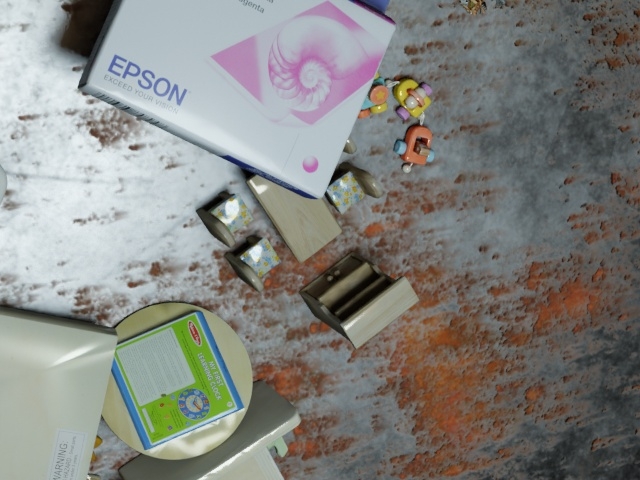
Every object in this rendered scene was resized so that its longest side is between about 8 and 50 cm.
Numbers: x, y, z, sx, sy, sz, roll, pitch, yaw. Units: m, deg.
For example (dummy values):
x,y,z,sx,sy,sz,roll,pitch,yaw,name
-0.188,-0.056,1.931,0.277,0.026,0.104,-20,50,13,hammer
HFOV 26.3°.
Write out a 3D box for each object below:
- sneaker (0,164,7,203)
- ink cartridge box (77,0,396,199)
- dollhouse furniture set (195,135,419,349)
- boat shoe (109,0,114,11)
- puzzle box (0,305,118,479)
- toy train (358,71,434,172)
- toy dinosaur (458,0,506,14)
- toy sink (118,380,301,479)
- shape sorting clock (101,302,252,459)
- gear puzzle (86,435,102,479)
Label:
x,y,z,sx,sy,sz,roll,pitch,yaw,name
-0.462,-0.008,1.630,0.237,0.086,0.085,-45,115,-19,sneaker
-0.079,-0.262,1.645,0.324,0.071,0.330,24,85,-21,ink cartridge box
0.000,0.000,1.798,0.212,0.161,0.242,-37,114,-11,dollhouse furniture set
-0.118,-0.230,1.724,0.302,0.098,0.109,23,93,-26,boat shoe
-0.430,0.282,1.714,0.272,0.052,0.409,12,98,-15,puzzle box
0.100,-0.164,1.865,0.166,0.046,0.125,17,95,-27,toy train
0.224,-0.459,1.789,0.218,0.164,0.322,-13,139,-3,toy dinosaur
-0.124,0.319,1.829,0.234,0.153,0.131,-32,113,-14,toy sink
-0.191,0.183,1.789,0.206,0.040,0.206,1,76,-4,shape sorting clock
-0.352,0.389,1.805,0.175,0.044,0.339,14,97,-26,gear puzzle
